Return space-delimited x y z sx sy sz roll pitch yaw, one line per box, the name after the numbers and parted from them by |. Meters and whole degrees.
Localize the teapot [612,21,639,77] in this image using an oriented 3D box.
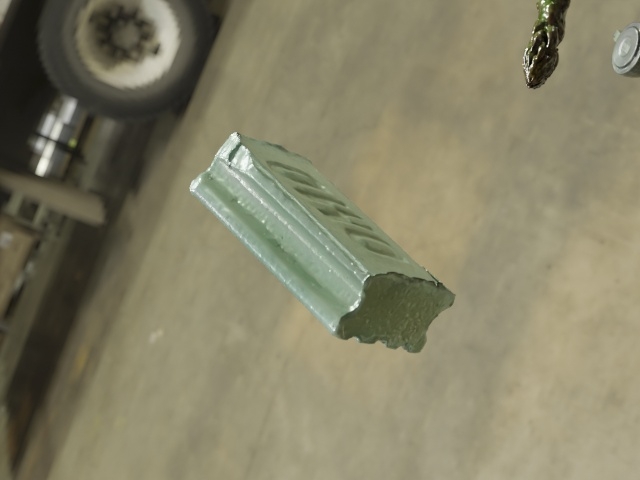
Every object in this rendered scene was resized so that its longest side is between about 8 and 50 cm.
0.382 -0.226 1.844 0.066 0.057 0.088 -65 23 20 | teapot

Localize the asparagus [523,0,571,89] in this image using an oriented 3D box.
0.197 -0.188 1.327 0.036 0.030 0.165 72 -151 -45 | asparagus

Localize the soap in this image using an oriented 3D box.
0.000 0.000 1.179 0.198 0.114 0.063 43 107 36 | soap
